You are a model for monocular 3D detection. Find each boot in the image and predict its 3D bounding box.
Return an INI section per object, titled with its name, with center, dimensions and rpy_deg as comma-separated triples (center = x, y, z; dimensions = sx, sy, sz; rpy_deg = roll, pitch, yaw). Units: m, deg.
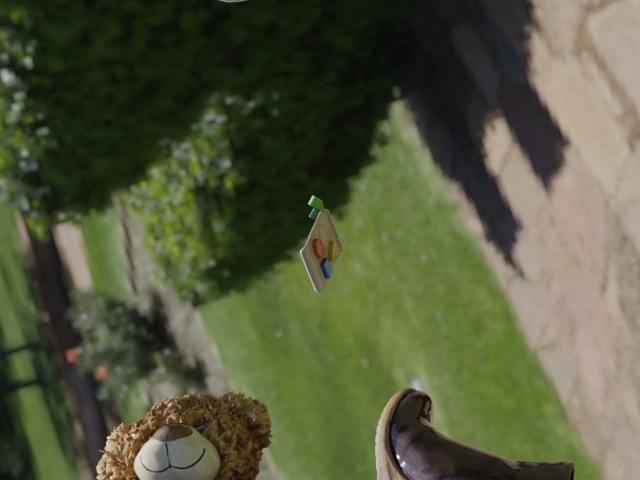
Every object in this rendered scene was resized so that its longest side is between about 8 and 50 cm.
[boot]
center = 0.160, 0.244, 1.701
dimensions = 0.248, 0.206, 0.090
rpy_deg = -77, -25, -49

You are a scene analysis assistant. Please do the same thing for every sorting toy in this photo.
[sorting toy]
center = 0.000, 0.000, 1.561
dimensions = 0.012, 0.062, 0.083
rpy_deg = 2, 133, 27

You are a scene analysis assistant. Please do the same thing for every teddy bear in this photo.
[teddy bear]
center = -0.098, 0.281, 1.366
dimensions = 0.113, 0.245, 0.338
rpy_deg = 31, -122, -54
